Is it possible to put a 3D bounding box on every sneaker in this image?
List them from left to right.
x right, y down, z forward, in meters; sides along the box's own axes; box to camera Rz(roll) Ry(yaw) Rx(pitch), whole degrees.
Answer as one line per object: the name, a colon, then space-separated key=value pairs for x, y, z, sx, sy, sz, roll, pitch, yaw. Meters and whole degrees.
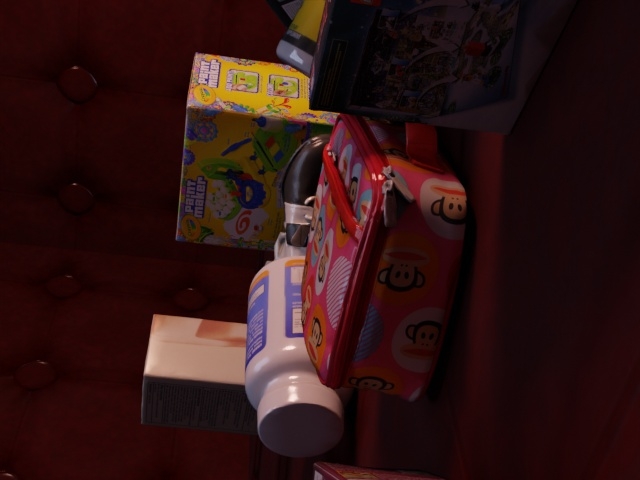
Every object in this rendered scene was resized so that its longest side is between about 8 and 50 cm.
sneaker: x=0.000 y=0.000 z=1.405 sx=0.146 sy=0.122 sz=0.331 roll=-123 pitch=37 yaw=-49

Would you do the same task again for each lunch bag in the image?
lunch bag: x=0.061 y=-0.012 z=0.889 sx=0.293 sy=0.120 sz=0.258 roll=-105 pitch=27 yaw=-68

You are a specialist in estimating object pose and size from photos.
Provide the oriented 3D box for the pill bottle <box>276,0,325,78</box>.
pill bottle: x=0.059 y=-0.232 z=0.831 sx=0.209 sy=0.119 sz=0.119 roll=-59 pitch=11 yaw=6

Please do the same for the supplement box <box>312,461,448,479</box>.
supplement box: x=0.054 y=0.232 z=0.732 sx=0.188 sy=0.104 sz=0.081 roll=131 pitch=145 yaw=-78

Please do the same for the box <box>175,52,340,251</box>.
box: x=-0.101 y=-0.145 z=1.580 sx=0.177 sy=0.279 sz=0.290 roll=-92 pitch=12 yaw=-48

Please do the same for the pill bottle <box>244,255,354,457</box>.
pill bottle: x=-0.029 y=0.161 z=1.254 sx=0.272 sy=0.152 sz=0.152 roll=-92 pitch=11 yaw=-51

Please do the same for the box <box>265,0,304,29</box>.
box: x=-0.039 y=-0.383 z=0.911 sx=0.307 sy=0.076 sz=0.243 roll=49 pitch=-136 yaw=-36

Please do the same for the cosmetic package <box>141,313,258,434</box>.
cosmetic package: x=-0.136 y=0.224 z=1.464 sx=0.153 sy=0.296 sz=0.129 roll=106 pitch=169 yaw=-45

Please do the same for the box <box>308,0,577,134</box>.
box: x=0.088 y=-0.172 z=0.603 sx=0.233 sy=0.159 sz=0.044 roll=107 pitch=167 yaw=-53
